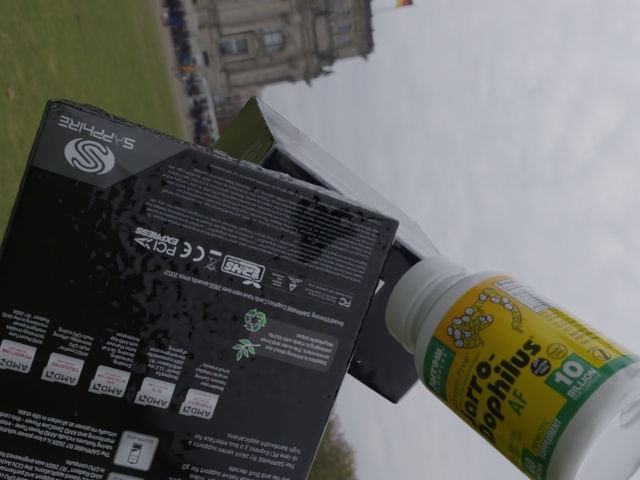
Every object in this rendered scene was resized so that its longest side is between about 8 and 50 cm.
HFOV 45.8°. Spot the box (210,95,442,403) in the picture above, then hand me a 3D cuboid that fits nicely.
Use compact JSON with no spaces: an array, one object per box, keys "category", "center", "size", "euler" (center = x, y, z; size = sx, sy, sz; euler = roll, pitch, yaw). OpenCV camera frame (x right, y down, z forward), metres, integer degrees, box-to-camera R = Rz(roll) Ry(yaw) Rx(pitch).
[{"category":"box","center":[0.000,0.000,1.027],"size":[0.343,0.179,0.312],"euler":[37,12,-19]}]

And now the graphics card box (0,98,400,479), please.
[{"category":"graphics card box","center":[-0.120,0.117,0.505],"size":[0.094,0.232,0.371],"euler":[-142,-110,-73]}]

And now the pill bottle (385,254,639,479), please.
[{"category":"pill bottle","center":[0.147,0.095,0.584],"size":[0.208,0.117,0.118],"euler":[39,-35,45]}]
